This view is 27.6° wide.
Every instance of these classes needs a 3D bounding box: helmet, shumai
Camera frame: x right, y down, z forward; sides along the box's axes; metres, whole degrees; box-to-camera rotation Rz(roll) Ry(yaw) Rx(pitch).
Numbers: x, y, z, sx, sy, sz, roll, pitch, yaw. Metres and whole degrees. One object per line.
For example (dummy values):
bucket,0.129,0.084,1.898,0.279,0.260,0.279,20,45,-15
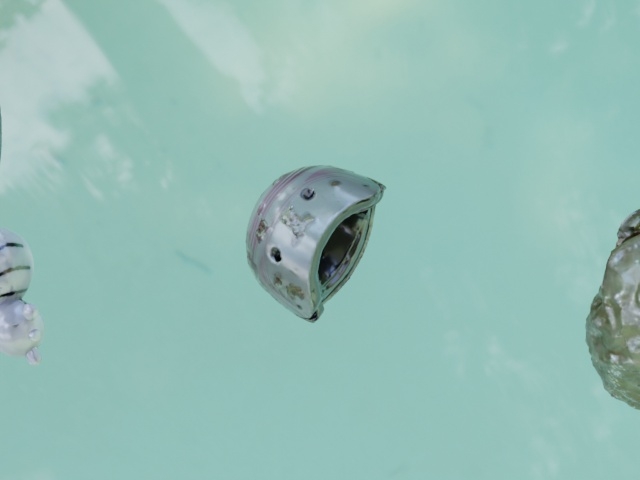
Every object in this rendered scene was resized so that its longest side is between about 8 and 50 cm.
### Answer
helmet,-0.014,-0.007,1.269,0.107,0.177,0.153,26,88,7
shumai,0.377,0.088,1.168,0.218,0.256,0.189,21,90,47

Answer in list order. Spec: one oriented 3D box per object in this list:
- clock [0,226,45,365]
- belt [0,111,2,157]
clock,-0.398,0.068,1.655,0.117,0.176,0.080,10,21,39
belt,-0.502,-0.175,1.350,0.300,0.436,0.173,-21,24,-18
